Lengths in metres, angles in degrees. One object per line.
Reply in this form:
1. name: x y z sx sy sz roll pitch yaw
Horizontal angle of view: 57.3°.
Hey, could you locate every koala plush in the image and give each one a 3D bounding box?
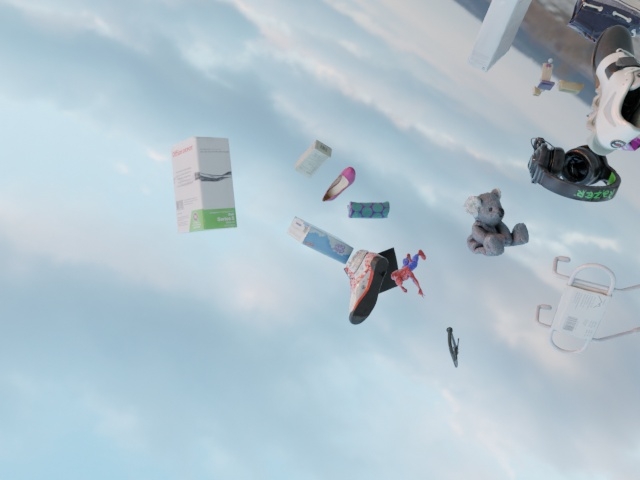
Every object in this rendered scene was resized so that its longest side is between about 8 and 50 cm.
1. koala plush: 0.613 -0.074 2.140 0.196 0.203 0.221 -20 -79 -25

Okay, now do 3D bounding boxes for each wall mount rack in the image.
1. wall mount rack: 0.788 0.180 1.654 0.304 0.349 0.130 15 -138 16

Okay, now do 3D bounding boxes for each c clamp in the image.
1. c clamp: 0.437 0.345 1.936 0.160 0.022 0.137 61 -151 -44

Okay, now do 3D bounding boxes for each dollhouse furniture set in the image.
1. dollhouse furniture set: 0.636 -0.428 1.555 0.115 0.081 0.091 13 171 6

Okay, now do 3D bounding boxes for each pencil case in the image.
1. pencil case: 0.178 -0.114 2.169 0.152 0.064 0.070 0 -151 -5

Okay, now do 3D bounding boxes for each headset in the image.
1. headset: 0.766 -0.214 1.857 0.244 0.185 0.394 0 -145 -9

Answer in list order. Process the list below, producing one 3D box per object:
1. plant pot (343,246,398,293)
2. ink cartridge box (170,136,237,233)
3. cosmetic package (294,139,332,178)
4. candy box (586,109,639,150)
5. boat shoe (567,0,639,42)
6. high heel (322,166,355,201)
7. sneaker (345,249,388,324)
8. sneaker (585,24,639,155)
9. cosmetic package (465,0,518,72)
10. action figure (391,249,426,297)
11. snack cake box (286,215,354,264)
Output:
1. plant pot: 0.239 0.152 2.561 0.188 0.187 0.166 -19 -97 -21
2. ink cartridge box: -0.356 -0.163 1.769 0.115 0.198 0.272 -5 -89 -36
3. cosmetic package: -0.022 -0.240 1.738 0.060 0.115 0.041 29 -133 -23
4. candy box: 1.041 -0.399 2.055 0.159 0.071 0.233 53 -169 -5
5. boat shoe: 0.960 -0.682 1.873 0.341 0.158 0.127 30 -165 2
6. high heel: 0.087 -0.274 2.888 0.117 0.244 0.082 -39 -91 -33
7. sneaker: 0.143 0.165 2.153 0.090 0.269 0.145 18 -174 -40
8. sneaker: 0.730 -0.375 1.386 0.123 0.146 0.330 12 -103 -15
9. cosmetic package: 0.706 -0.841 2.262 0.098 0.284 0.377 30 -141 13
10. action figure: 0.346 0.140 2.217 0.139 0.092 0.280 65 -152 -4
11. snack cake box: 0.000 0.000 2.576 0.264 0.089 0.152 26 -176 -36
